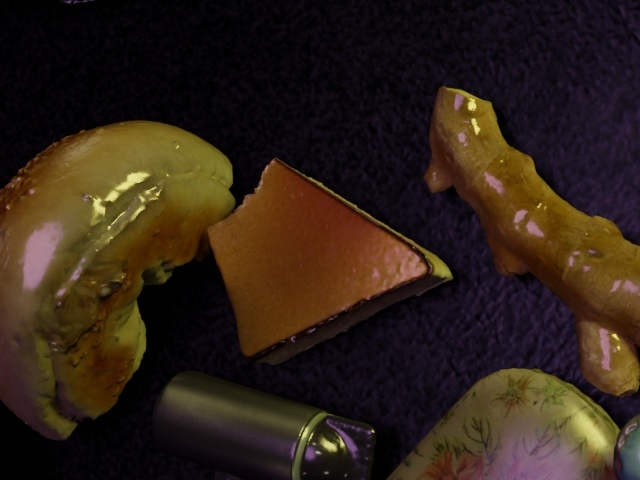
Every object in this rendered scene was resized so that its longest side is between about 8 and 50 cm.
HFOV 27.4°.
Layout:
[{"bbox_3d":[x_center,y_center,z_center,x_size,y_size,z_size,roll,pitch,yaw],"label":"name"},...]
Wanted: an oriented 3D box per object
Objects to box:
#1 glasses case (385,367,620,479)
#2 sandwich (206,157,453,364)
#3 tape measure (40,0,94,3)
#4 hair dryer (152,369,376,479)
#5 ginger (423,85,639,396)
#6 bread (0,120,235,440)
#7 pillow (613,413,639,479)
[{"bbox_3d":[0.074,0.284,1.035,0.156,0.098,0.425,45,101,24],"label":"glasses case"},{"bbox_3d":[0.000,0.000,1.142,0.193,0.058,0.162,-27,70,23],"label":"sandwich"},{"bbox_3d":[-0.238,-0.309,1.248,0.235,0.207,0.115,147,126,-60],"label":"tape measure"},{"bbox_3d":[-0.059,0.254,1.134,0.196,0.078,0.248,13,97,27],"label":"hair dryer"},{"bbox_3d":[0.183,-0.014,1.052,0.118,0.065,0.299,-44,63,14],"label":"ginger"},{"bbox_3d":[-0.229,0.023,1.176,0.171,0.192,0.314,31,96,26],"label":"bread"},{"bbox_3d":[0.278,0.228,0.925,0.214,0.086,0.233,28,100,2],"label":"pillow"}]
